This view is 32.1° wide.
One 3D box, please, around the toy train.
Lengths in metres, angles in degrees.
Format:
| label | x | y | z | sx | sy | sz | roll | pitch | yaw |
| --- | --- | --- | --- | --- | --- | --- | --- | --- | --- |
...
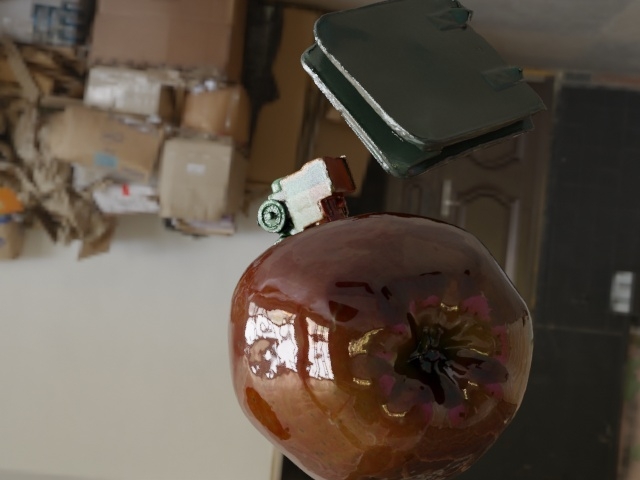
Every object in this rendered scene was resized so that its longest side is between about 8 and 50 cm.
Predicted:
| label | x | y | z | sx | sy | sz | roll | pitch | yaw |
| --- | --- | --- | --- | --- | --- | --- | --- | --- | --- |
| toy train | 0.000 | 0.000 | 1.265 | 0.118 | 0.176 | 0.074 | -25 | 170 | 35 |

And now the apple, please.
| label | x | y | z | sx | sy | sz | roll | pitch | yaw |
| --- | --- | --- | --- | --- | --- | --- | --- | --- | --- |
| apple | 0.048 | 0.081 | 0.820 | 0.233 | 0.234 | 0.234 | 5 | 180 | 0 |

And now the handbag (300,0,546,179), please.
| label | x | y | z | sx | sy | sz | roll | pitch | yaw |
| --- | --- | --- | --- | --- | --- | --- | --- | --- | --- |
| handbag | 0.137 | -0.213 | 1.451 | 0.260 | 0.247 | 0.079 | -22 | 152 | -33 |
